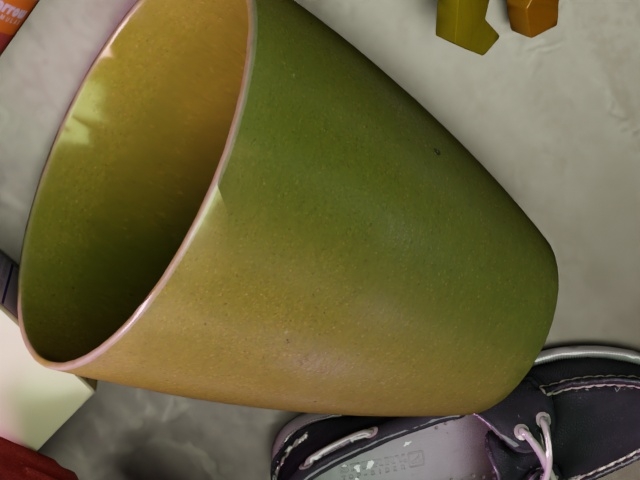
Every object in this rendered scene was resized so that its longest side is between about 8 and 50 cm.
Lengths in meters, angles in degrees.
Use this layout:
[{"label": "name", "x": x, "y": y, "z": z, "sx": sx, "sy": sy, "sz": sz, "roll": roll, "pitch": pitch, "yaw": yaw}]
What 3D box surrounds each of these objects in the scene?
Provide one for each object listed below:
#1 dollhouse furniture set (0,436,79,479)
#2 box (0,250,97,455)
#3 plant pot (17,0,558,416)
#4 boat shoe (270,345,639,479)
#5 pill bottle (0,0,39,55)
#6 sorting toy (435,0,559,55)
[{"label": "dollhouse furniture set", "x": -0.142, "y": 0.287, "z": 1.291, "sx": 0.374, "sy": 0.152, "sz": 0.201, "roll": 28, "pitch": 106, "yaw": -36}, {"label": "box", "x": -0.308, "y": 0.079, "z": 1.304, "sx": 0.243, "sy": 0.117, "sz": 0.213, "roll": 42, "pitch": 98, "yaw": -13}, {"label": "plant pot", "x": 0.000, "y": 0.000, "z": 1.257, "sx": 0.293, "sy": 0.275, "sz": 0.275, "roll": 23, "pitch": 103, "yaw": -28}, {"label": "boat shoe", "x": 0.116, "y": 0.153, "z": 1.374, "sx": 0.302, "sy": 0.091, "sz": 0.114, "roll": -15, "pitch": 106, "yaw": 0}, {"label": "pill bottle", "x": -0.249, "y": -0.159, "z": 1.241, "sx": 0.121, "sy": 0.121, "sz": 0.216, "roll": 35, "pitch": 100, "yaw": -13}, {"label": "sorting toy", "x": 0.094, "y": -0.254, "z": 1.214, "sx": 0.229, "sy": 0.041, "sz": 0.307, "roll": -28, "pitch": 132, "yaw": -36}]
